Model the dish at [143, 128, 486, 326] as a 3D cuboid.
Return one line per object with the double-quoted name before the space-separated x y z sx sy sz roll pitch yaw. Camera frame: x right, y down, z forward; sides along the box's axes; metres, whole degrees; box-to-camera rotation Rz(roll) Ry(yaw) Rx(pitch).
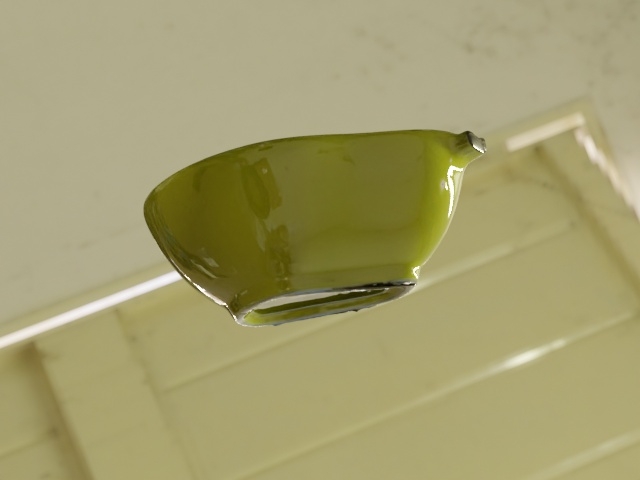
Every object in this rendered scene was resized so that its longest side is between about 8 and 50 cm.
"dish" 0.000 0.000 1.392 0.221 0.262 0.108 134 -53 -68
